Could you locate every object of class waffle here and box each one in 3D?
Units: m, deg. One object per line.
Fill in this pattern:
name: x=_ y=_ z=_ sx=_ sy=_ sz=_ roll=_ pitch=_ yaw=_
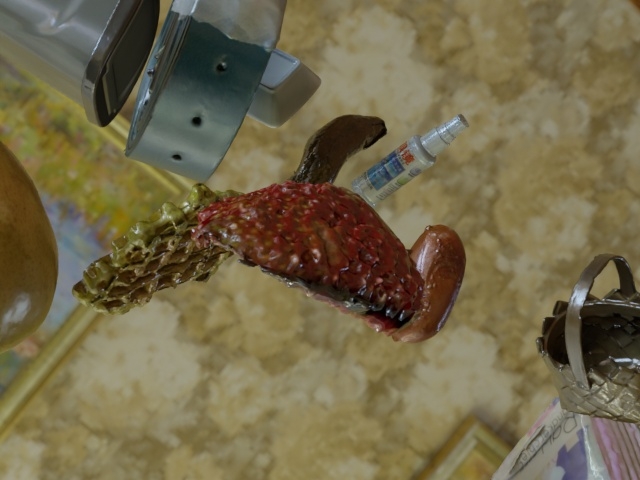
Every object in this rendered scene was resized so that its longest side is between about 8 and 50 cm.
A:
waffle: x=-0.197 y=0.017 z=1.745 sx=0.051 sy=0.291 sz=0.291 roll=57 pitch=-176 yaw=15

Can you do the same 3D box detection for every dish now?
dish: x=-0.128 y=-0.313 z=2.394 sx=0.234 sy=0.154 sz=0.064 roll=29 pitch=147 yaw=19

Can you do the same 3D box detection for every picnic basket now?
picnic basket: x=0.289 y=0.095 z=1.344 sx=0.137 sy=0.128 sz=0.178 roll=7 pitch=140 yaw=36

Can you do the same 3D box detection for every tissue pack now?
tissue pack: x=0.343 y=0.385 z=1.709 sx=0.125 sy=0.242 sz=0.344 roll=17 pitch=-144 yaw=-20

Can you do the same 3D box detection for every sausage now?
sausage: x=0.155 y=0.065 z=1.866 sx=0.089 sy=0.179 sz=0.089 roll=18 pitch=177 yaw=1

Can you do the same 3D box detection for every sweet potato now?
sweet potato: x=0.029 y=-0.166 z=2.435 sx=0.085 sy=0.286 sz=0.112 roll=10 pitch=123 yaw=29

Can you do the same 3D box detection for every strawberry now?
strawberry: x=0.000 y=0.000 z=1.442 sx=0.233 sy=0.138 sz=0.306 roll=27 pitch=178 yaw=22

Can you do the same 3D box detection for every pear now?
pear: x=-0.463 y=0.008 z=1.540 sx=0.314 sy=0.314 sz=0.314 roll=39 pitch=179 yaw=1

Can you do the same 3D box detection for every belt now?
belt: x=-0.184 y=-0.289 z=2.131 sx=0.173 sy=0.437 sz=0.300 roll=14 pitch=-136 yaw=-13

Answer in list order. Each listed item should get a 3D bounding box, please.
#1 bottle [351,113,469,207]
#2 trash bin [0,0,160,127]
bottle: x=0.148 y=-0.131 z=2.123 sx=0.060 sy=0.217 sz=0.060 roll=42 pitch=-153 yaw=-27
trash bin: x=-0.364 y=-0.323 z=1.837 sx=0.250 sy=0.219 sz=0.220 roll=29 pitch=161 yaw=4
